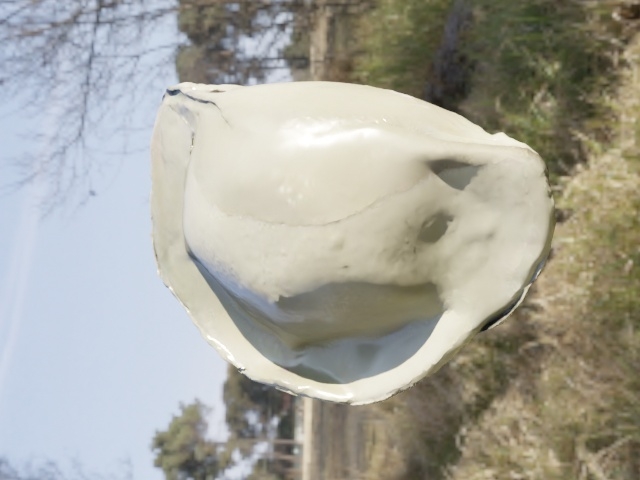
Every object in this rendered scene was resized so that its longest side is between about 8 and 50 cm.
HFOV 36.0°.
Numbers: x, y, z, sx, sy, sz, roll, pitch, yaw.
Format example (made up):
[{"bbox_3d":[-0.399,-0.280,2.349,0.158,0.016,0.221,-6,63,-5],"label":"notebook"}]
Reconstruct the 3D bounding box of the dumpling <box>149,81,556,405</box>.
[{"bbox_3d":[0.004,0.001,0.808,0.181,0.341,0.260,-69,-14,-78],"label":"dumpling"}]
